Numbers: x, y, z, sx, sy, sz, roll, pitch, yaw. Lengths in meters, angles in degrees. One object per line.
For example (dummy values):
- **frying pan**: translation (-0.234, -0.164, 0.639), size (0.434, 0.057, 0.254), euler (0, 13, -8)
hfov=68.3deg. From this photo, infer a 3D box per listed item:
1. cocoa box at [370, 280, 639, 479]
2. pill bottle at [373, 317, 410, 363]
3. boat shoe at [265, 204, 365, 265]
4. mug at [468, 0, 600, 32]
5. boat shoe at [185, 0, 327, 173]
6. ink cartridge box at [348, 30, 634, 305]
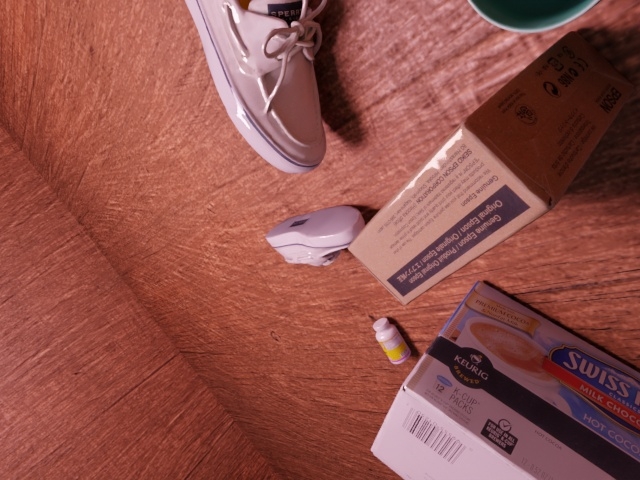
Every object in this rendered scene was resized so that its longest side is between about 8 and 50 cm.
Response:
- **cocoa box**: translation (0.285, 0.271, 0.636), size (0.347, 0.228, 0.232), euler (32, 142, 22)
- **pill bottle**: translation (0.132, 0.187, 0.884), size (0.043, 0.043, 0.083), euler (-16, 110, 52)
- **boat shoe**: translation (0.000, 0.000, 0.822), size (0.084, 0.095, 0.258), euler (57, 155, -18)
- **mug**: translation (0.195, -0.245, 0.360), size (0.157, 0.097, 0.130), euler (-5, 119, 48)
- **boat shoe**: translation (-0.058, -0.270, 0.598), size (0.156, 0.135, 0.368), euler (-12, 104, 48)
- **ink cartridge box**: translation (0.158, -0.066, 0.448), size (0.088, 0.234, 0.193), euler (45, 146, 6)
